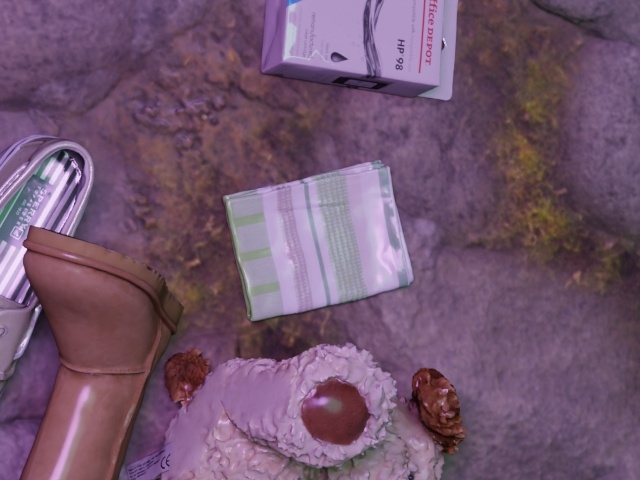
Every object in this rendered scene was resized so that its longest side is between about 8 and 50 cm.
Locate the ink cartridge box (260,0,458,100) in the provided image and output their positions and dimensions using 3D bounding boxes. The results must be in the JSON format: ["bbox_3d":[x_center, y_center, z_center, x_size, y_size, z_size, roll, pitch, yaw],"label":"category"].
[{"bbox_3d":[0.046,-0.184,1.381,0.180,0.060,0.104,6,82,-20],"label":"ink cartridge box"}]

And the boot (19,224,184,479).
[{"bbox_3d":[-0.188,0.145,1.188,0.089,0.236,0.269,14,76,20],"label":"boot"}]

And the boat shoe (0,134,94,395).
[{"bbox_3d":[-0.265,0.048,1.226,0.109,0.094,0.302,27,76,-16],"label":"boat shoe"}]

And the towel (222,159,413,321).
[{"bbox_3d":[0.000,0.000,1.368,0.152,0.023,0.113,-13,89,-21],"label":"towel"}]

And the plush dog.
[{"bbox_3d":[-0.005,0.181,1.291,0.225,0.210,0.262,23,106,-31],"label":"plush dog"}]
